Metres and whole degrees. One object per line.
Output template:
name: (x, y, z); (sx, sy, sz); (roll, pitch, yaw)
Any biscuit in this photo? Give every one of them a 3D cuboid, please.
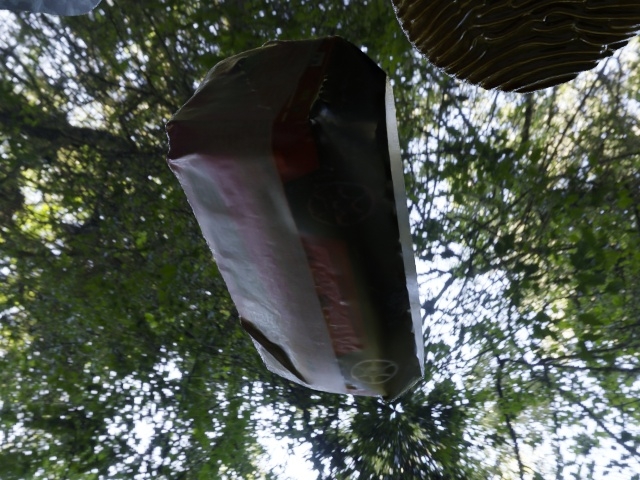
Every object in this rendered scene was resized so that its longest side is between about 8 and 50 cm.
biscuit: (0.228, -0.300, 0.681); (0.318, 0.317, 0.040); (-5, -138, 5)

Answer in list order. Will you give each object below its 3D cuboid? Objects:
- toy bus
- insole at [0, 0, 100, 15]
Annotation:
toy bus: (0.000, 0.000, 0.498); (0.147, 0.302, 0.127); (0, -135, 15)
insole: (-0.224, -0.172, 0.410); (0.006, 0.193, 0.065); (42, -54, 25)
